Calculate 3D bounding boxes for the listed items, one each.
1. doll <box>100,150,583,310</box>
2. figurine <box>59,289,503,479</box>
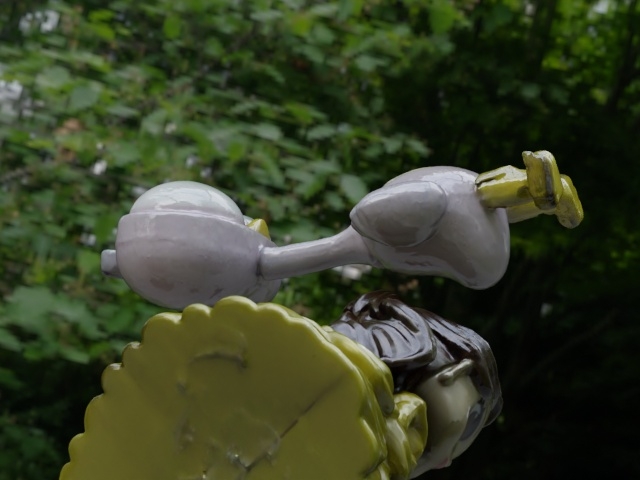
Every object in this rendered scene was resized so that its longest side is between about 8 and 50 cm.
[{"bbox_3d":[0.000,0.001,0.962,0.365,0.094,0.160,-5,-11,20],"label":"doll"},{"bbox_3d":[0.021,0.109,0.763,0.168,0.187,0.315,23,13,25],"label":"figurine"}]
